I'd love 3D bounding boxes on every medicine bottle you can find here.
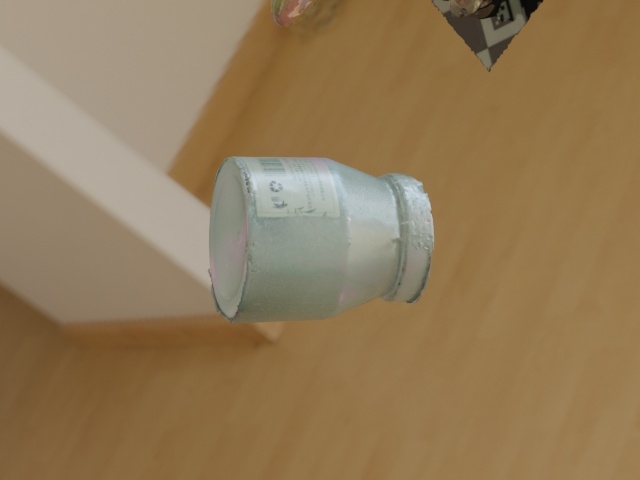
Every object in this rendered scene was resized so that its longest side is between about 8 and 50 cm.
[{"bbox_3d":[0.000,0.000,2.239,0.245,0.290,0.245,-179,90,-73],"label":"medicine bottle"}]

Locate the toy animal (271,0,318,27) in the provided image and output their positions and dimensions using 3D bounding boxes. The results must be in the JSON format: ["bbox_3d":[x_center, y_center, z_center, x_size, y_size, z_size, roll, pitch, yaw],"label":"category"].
[{"bbox_3d":[0.050,-0.322,1.331,0.363,0.180,0.181,-20,63,-12],"label":"toy animal"}]

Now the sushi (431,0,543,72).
[{"bbox_3d":[0.158,-0.375,1.587,0.294,0.059,0.292,56,129,28],"label":"sushi"}]
